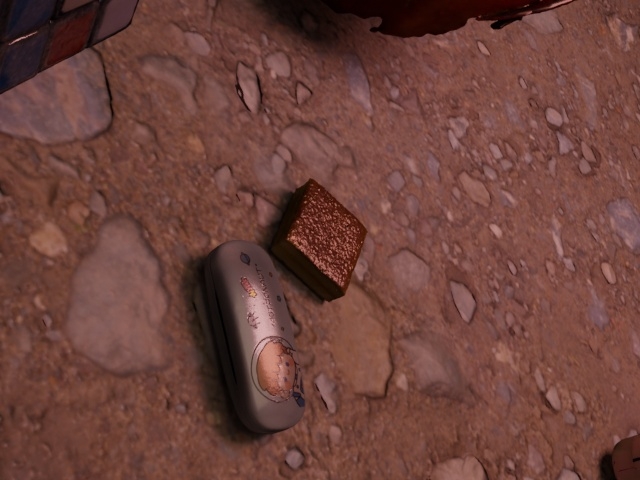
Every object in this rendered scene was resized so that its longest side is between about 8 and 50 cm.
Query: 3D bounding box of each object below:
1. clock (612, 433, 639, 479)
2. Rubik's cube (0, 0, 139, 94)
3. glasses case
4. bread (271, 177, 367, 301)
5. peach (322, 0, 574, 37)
[{"bbox_3d":[0.497,0.370,1.224,0.284,0.114,0.309,-10,75,-45],"label":"clock"},{"bbox_3d":[-0.277,-0.278,0.629,0.292,0.287,0.293,41,44,8],"label":"Rubik's cube"},{"bbox_3d":[-0.059,0.085,0.881,0.067,0.045,0.178,0,69,-44],"label":"glasses case"},{"bbox_3d":[0.000,0.000,0.993,0.090,0.035,0.094,41,45,-21],"label":"bread"},{"bbox_3d":[0.152,-0.413,1.099,0.417,0.353,0.339,4,41,-35],"label":"peach"}]
